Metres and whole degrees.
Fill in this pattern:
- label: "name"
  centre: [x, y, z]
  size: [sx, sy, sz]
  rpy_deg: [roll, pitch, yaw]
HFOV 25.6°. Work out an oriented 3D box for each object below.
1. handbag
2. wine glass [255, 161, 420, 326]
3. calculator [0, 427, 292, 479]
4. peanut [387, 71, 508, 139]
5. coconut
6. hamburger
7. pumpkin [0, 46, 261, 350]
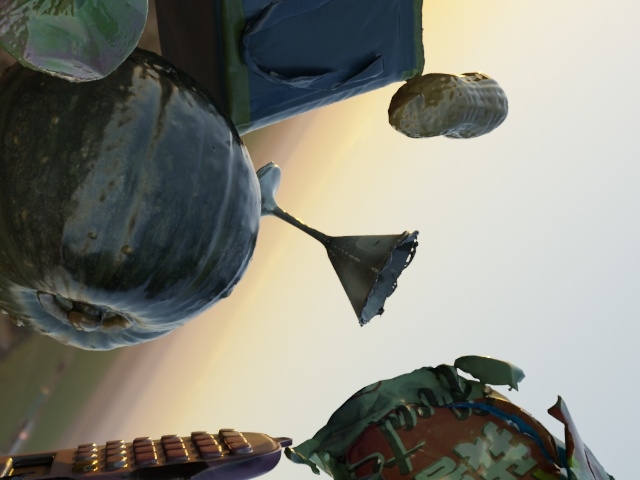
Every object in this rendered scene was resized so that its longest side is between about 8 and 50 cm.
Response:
- label: "handbag"
  centre: [-0.039, -0.264, 1.495]
  size: [0.241, 0.222, 0.263]
  rpy_deg: [-19, 128, -22]
- label: "wine glass"
  centre: [0.000, 0.000, 1.506]
  size: [0.122, 0.183, 0.122]
  rpy_deg: [-54, 164, -24]
- label: "calculator"
  centre: [-0.166, 0.187, 1.128]
  size: [0.194, 0.294, 0.043]
  rpy_deg: [164, -81, -81]
- label: "peanut"
  centre: [0.092, -0.096, 1.016]
  size: [0.113, 0.054, 0.054]
  rpy_deg: [-6, 140, -44]
- label: "coconut"
  centre: [-0.126, -0.118, 0.682]
  size: [0.081, 0.082, 0.083]
  rpy_deg: [-162, -110, -71]
- label: "hamburger"
  centre: [0.120, 0.235, 1.209]
  size: [0.276, 0.260, 0.150]
  rpy_deg: [-123, -156, -47]
- label: "pumpkin"
  centre: [-0.218, -0.041, 1.325]
  size: [0.327, 0.291, 0.257]
  rpy_deg: [-12, -124, 43]
